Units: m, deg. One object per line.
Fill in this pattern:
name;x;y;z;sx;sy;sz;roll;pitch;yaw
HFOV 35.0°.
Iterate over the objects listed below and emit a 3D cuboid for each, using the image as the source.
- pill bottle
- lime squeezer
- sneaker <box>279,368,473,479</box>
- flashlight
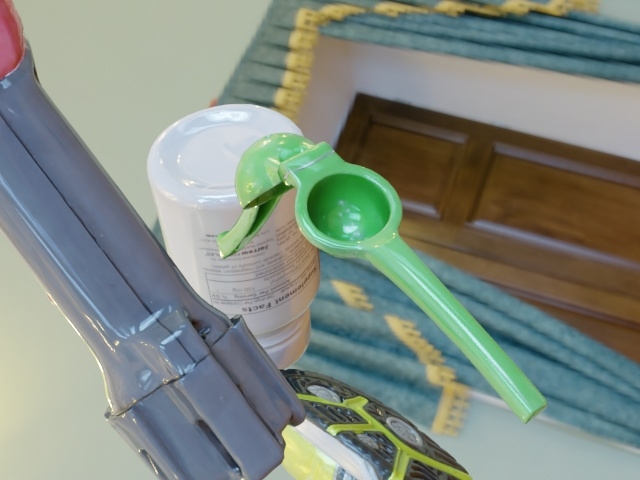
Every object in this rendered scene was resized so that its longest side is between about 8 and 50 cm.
pill bottle;-0.067;0.008;0.885;0.229;0.131;0.131;84;-155;-43
lime squeezer;0.000;0.000;0.563;0.059;0.310;0.110;-11;-70;-31
sneaker;0.075;0.260;0.861;0.147;0.384;0.145;-53;-8;14
flashlight;-0.129;-0.016;0.476;0.103;0.304;0.103;-31;9;27
